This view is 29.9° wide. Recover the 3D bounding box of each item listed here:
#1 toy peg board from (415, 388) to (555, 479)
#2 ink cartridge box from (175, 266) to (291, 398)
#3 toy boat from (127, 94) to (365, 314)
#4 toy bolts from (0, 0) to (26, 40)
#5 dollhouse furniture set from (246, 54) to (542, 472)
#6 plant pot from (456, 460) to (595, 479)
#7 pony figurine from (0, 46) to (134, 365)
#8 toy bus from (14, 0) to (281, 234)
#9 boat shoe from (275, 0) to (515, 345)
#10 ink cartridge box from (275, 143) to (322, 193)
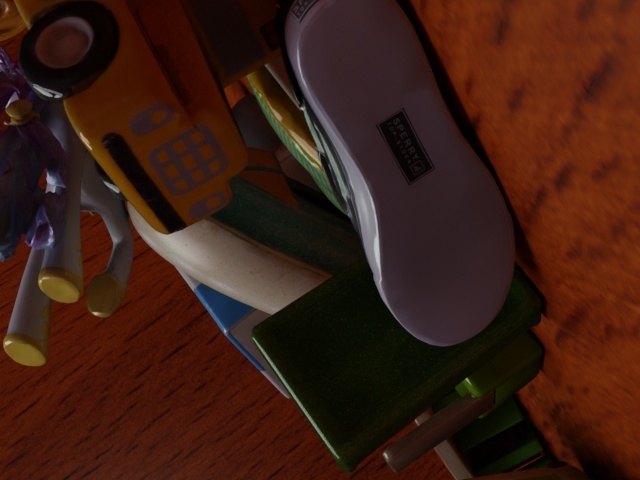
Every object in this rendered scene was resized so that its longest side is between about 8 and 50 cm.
[{"bbox_3d":[0.146,0.159,1.107,0.161,0.079,0.160,56,-170,-24],"label":"toy peg board"},{"bbox_3d":[-0.105,0.009,1.437,0.307,0.129,0.223,50,178,31],"label":"ink cartridge box"},{"bbox_3d":[-0.057,-0.041,1.132,0.267,0.148,0.318,24,-169,-22],"label":"toy boat"},{"bbox_3d":[-0.304,-0.337,1.232,0.228,0.218,0.158,93,157,-55],"label":"toy bolts"},{"bbox_3d":[0.000,0.000,0.817,0.301,0.151,0.197,53,176,20],"label":"dollhouse furniture set"},{"bbox_3d":[0.148,0.291,0.885,0.228,0.227,0.207,-157,59,-83],"label":"plant pot"},{"bbox_3d":[-0.253,-0.112,1.155,0.351,0.303,0.363,75,-160,-53],"label":"pony figurine"},{"bbox_3d":[-0.115,-0.168,0.643,0.333,0.130,0.108,60,178,31],"label":"toy bus"},{"bbox_3d":[0.034,-0.044,0.622,0.228,0.080,0.076,59,180,-36],"label":"boat shoe"},{"bbox_3d":[-0.054,-0.081,1.436,0.099,0.056,0.135,57,175,-34],"label":"ink cartridge box"}]
